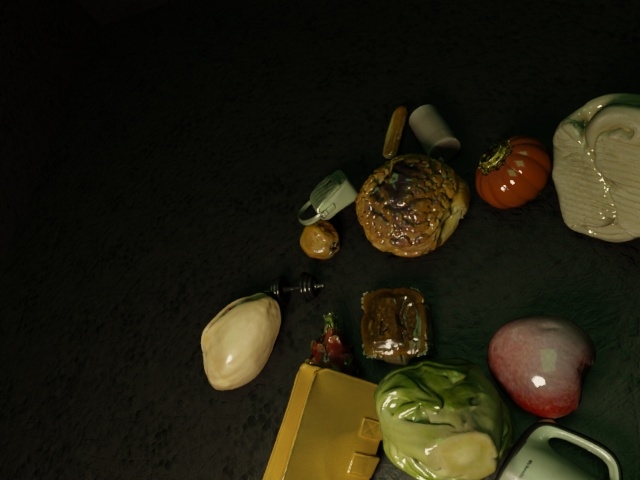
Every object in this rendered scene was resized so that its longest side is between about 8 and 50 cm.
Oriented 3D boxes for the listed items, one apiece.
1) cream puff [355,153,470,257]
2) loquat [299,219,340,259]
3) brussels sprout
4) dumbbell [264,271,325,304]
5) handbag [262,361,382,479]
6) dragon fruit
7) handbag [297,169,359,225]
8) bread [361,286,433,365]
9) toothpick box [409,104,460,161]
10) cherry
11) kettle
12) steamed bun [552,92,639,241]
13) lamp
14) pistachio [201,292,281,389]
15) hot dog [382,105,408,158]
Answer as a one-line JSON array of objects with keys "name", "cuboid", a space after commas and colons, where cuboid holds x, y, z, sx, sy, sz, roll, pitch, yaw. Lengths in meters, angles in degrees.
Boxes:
[{"name": "cream puff", "cuboid": [0.271, -0.119, 1.461, 0.342, 0.231, 0.327, -18, 53, 15]}, {"name": "loquat", "cuboid": [0.000, 0.000, 1.594, 0.137, 0.113, 0.137, -5, 60, 8]}, {"name": "brussels sprout", "cuboid": [0.272, 0.408, 1.138, 0.328, 0.247, 0.328, -31, 19, 12]}, {"name": "dumbbell", "cuboid": [-0.084, 0.153, 1.553, 0.208, 0.099, 0.099, -8, 60, 19]}, {"name": "handbag", "cuboid": [0.020, 0.527, 1.199, 0.133, 0.283, 0.401, -15, 54, 61]}, {"name": "dragon fruit", "cuboid": [0.036, 0.317, 1.383, 0.135, 0.137, 0.236, -9, 55, 20]}, {"name": "handbag", "cuboid": [0.010, -0.134, 1.621, 0.219, 0.079, 0.256, -38, 17, 4]}, {"name": "bread", "cuboid": [0.211, 0.236, 1.362, 0.192, 0.110, 0.210, -8, 60, 22]}, {"name": "toothpick box", "cuboid": [0.375, -0.353, 1.615, 0.111, 0.111, 0.181, -26, 54, 10]}, {"name": "cherry", "cuboid": [0.503, 0.280, 1.141, 0.239, 0.206, 0.240, -6, 73, 21]}, {"name": "kettle", "cuboid": [0.523, 0.524, 1.028, 0.255, 0.165, 0.240, 31, 77, 38]}, {"name": "steamed bun", "cuboid": [0.774, -0.181, 1.216, 0.255, 0.368, 0.342, -20, 24, -15]}, {"name": "lamp", "cuboid": [0.549, -0.195, 1.393, 0.223, 0.196, 0.223, -49, 20, 24]}, {"name": "pistachio", "cuboid": [-0.242, 0.305, 1.493, 0.318, 0.214, 0.193, -53, 17, -8]}, {"name": "hot dog", "cuboid": [0.265, -0.377, 1.720, 0.066, 0.047, 0.216, -4, 61, 39]}]
